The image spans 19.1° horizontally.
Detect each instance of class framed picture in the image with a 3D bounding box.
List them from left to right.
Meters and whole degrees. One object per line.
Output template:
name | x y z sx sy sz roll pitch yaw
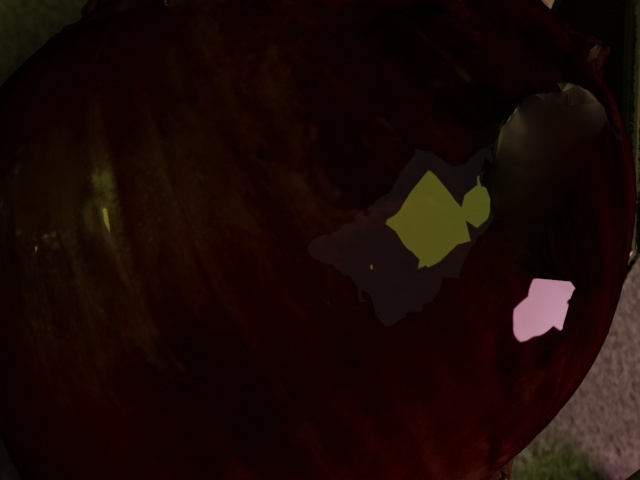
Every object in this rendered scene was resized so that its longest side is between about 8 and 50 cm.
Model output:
framed picture | 0.158 -0.070 1.106 0.018 0.231 0.293 9 64 -3

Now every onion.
onion | -0.001 -0.008 0.929 0.341 0.341 0.341 8 78 -38

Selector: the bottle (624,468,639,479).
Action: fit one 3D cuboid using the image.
bottle | 0.188 0.209 1.180 0.152 0.099 0.099 -28 101 -37
